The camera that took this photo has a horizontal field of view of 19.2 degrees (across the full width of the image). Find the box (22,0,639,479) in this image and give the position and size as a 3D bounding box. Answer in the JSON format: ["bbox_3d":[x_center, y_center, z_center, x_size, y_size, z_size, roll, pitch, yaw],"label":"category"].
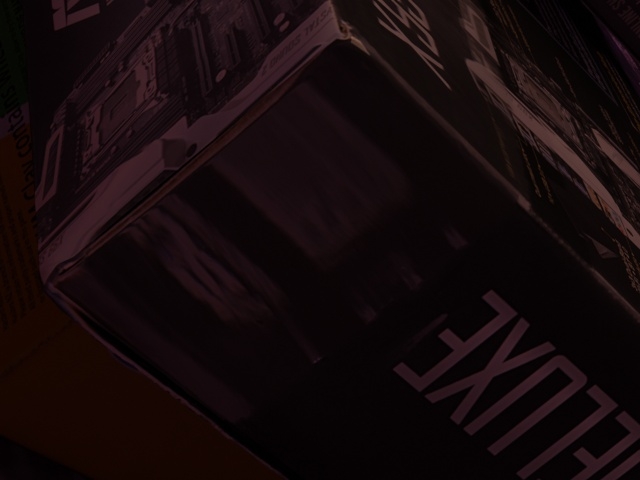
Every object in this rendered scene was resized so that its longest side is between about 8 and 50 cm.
[{"bbox_3d":[0.030,-0.035,0.493,0.242,0.076,0.307,40,21,-33],"label":"box"}]

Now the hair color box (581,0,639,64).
[{"bbox_3d":[0.073,-0.114,0.552,0.072,0.043,0.141,40,19,-34],"label":"hair color box"}]

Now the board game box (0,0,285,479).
[{"bbox_3d":[0.000,0.000,0.586,0.316,0.064,0.242,35,24,-44],"label":"board game box"}]
